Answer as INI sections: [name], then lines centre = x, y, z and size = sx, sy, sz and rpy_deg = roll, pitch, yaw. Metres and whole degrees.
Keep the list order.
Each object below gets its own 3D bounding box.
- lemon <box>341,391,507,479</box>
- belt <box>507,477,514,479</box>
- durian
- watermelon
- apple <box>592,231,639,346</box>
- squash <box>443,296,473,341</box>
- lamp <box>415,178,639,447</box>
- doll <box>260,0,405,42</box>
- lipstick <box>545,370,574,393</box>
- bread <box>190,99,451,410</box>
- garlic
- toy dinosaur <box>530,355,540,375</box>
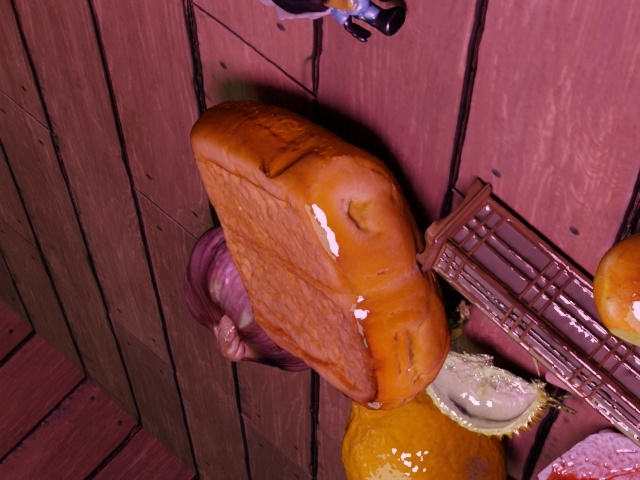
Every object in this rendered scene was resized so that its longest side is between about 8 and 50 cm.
[lemon]
centre = 0.135, 0.280, 1.903
size = 0.260, 0.204, 0.204
rpy_deg = 49, 160, -20
[belt]
centre = 0.282, 0.424, 2.012
size = 0.218, 0.122, 0.128
rpy_deg = 37, 161, 39
[durian]
centre = 0.198, 0.176, 1.728
size = 0.215, 0.086, 0.100
rpy_deg = 18, 153, 19
[watermelon]
centre = 0.342, 0.313, 1.700
size = 0.213, 0.201, 0.261
rpy_deg = 30, -162, 32
[apple]
centre = 0.294, 0.045, 1.289
size = 0.114, 0.099, 0.102
rpy_deg = 22, 170, -11
[squash]
centre = 0.109, 0.094, 1.781
size = 0.066, 0.066, 0.252
rpy_deg = 53, 158, -20
[lamp]
centre = 0.245, 0.083, 1.469
size = 0.325, 0.089, 0.090
rpy_deg = 42, 161, 10
[doll]
centre = -0.010, -0.239, 1.368
size = 0.195, 0.070, 0.096
rpy_deg = 22, 136, 32
[lipstick]
centre = 0.289, 0.164, 1.639
size = 0.094, 0.019, 0.019
rpy_deg = 24, 151, 46
[bread]
centre = 0.007, -0.004, 1.653
size = 0.337, 0.148, 0.328
rpy_deg = 27, 141, 56
[garlic]
centre = -0.092, 0.097, 2.046
size = 0.245, 0.160, 0.245
rpy_deg = 32, 163, 11
[toy dinosaur]
centre = 0.223, 0.101, 1.631
size = 0.113, 0.026, 0.041
rpy_deg = 58, 165, -8
